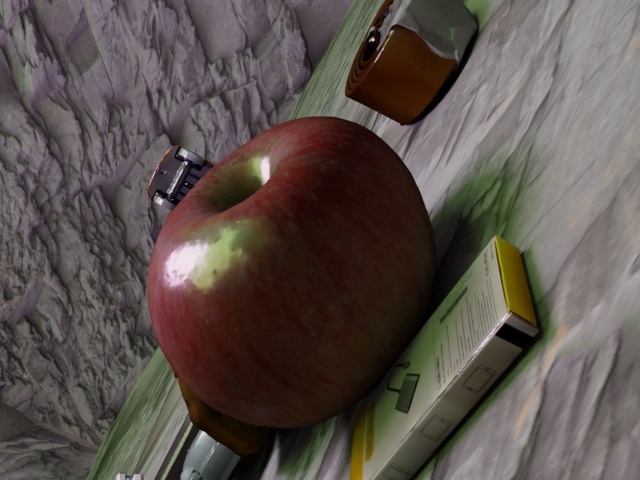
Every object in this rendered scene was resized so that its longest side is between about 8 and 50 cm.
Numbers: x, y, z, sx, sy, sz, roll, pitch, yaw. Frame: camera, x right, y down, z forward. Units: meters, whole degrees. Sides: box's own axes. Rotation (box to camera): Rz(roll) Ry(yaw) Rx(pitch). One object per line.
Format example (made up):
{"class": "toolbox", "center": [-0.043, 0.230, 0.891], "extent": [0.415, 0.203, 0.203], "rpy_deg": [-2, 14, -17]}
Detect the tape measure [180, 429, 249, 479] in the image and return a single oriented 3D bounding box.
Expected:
{"class": "tape measure", "center": [-0.155, 0.294, 1.155], "extent": [0.164, 0.084, 0.330], "rpy_deg": [-65, -9, 0]}

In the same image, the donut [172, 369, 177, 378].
{"class": "donut", "center": [-0.188, 0.160, 1.695], "extent": [0.345, 0.136, 0.259], "rpy_deg": [-61, 8, 7]}

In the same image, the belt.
{"class": "belt", "center": [0.140, -0.306, 1.393], "extent": [0.217, 0.122, 0.338], "rpy_deg": [-62, 9, 11]}

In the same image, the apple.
{"class": "apple", "center": [-0.018, 0.039, 0.926], "extent": [0.345, 0.269, 0.345], "rpy_deg": [-29, 25, 15]}

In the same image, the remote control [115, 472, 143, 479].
{"class": "remote control", "center": [-0.337, 0.517, 1.507], "extent": [0.277, 0.055, 0.103], "rpy_deg": [106, 161, -48]}

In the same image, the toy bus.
{"class": "toy bus", "center": [-0.220, -0.083, 1.932], "extent": [0.143, 0.329, 0.153], "rpy_deg": [-63, 9, -2]}

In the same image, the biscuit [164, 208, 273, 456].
{"class": "biscuit", "center": [-0.116, 0.105, 1.141], "extent": [0.046, 0.359, 0.359], "rpy_deg": [-13, 33, 19]}

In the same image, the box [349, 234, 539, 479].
{"class": "box", "center": [0.101, 0.120, 0.753], "extent": [0.247, 0.033, 0.129], "rpy_deg": [-57, 12, 29]}

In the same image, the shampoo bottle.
{"class": "shampoo bottle", "center": [-0.229, 0.392, 1.476], "extent": [0.246, 0.079, 0.080], "rpy_deg": [-63, 10, -4]}
